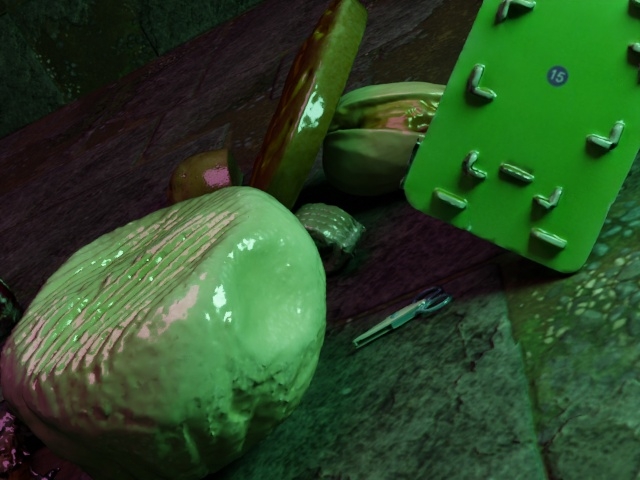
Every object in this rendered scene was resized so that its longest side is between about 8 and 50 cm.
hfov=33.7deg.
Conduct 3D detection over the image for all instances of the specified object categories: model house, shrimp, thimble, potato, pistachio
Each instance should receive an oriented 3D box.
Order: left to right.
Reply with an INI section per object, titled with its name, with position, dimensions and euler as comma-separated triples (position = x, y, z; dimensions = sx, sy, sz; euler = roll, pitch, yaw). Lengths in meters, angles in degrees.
[shrimp]
position = -0.345, 0.230, 1.300
dimensions = 0.290, 0.054, 0.222
euler = -46, 28, -12
[potato]
position = -0.210, -0.088, 1.785
dimensions = 0.149, 0.081, 0.120
euler = -27, 21, 9
[thimble]
position = 0.000, 0.000, 1.343
dimensions = 0.110, 0.084, 0.062
euler = 2, 39, 32
[pistachio]
position = 0.101, -0.138, 1.445
dimensions = 0.229, 0.157, 0.157
euler = -8, 31, 36
[model house]
position = 0.314, -0.127, 1.187
dimensions = 0.323, 0.340, 0.300
euler = -27, -40, -76

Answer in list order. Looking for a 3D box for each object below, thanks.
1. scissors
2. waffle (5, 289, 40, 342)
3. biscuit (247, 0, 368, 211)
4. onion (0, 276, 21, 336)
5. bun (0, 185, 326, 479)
[scissors]
position = 0.087, 0.084, 1.152
dimensions = 0.119, 0.014, 0.058
euler = -29, 18, -5
[waffle]
position = -0.331, 0.076, 1.622
dimensions = 0.309, 0.056, 0.292
euler = -19, 25, 19
[biscuit]
position = -0.041, -0.157, 1.502
dimensions = 0.350, 0.070, 0.394
euler = 122, 168, -53
[onion]
position = -0.628, 0.132, 1.789
dimensions = 0.218, 0.140, 0.195
euler = -43, 32, -19
[bun]
position = -0.147, 0.109, 1.110
dimensions = 0.349, 0.227, 0.352
euler = -40, 27, -23
